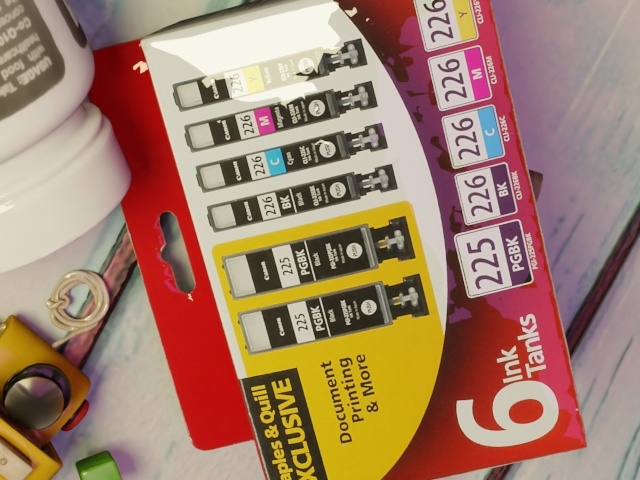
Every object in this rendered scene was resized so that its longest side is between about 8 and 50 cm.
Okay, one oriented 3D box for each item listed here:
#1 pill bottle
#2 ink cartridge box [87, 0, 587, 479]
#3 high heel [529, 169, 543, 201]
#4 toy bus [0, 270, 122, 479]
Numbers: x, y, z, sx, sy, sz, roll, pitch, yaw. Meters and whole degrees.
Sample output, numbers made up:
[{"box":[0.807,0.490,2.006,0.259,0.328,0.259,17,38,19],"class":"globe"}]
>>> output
[{"box":[-0.229,-0.128,0.702,0.161,0.161,0.283,-30,118,-13],"class":"pill bottle"},{"box":[0.000,0.000,0.794,0.272,0.130,0.309,-14,103,6],"class":"ink cartridge box"},{"box":[0.013,0.076,0.945,0.181,0.127,0.377,23,104,1],"class":"high heel"},{"box":[-0.219,0.134,0.817,0.191,0.104,0.202,-5,100,-21],"class":"toy bus"}]
